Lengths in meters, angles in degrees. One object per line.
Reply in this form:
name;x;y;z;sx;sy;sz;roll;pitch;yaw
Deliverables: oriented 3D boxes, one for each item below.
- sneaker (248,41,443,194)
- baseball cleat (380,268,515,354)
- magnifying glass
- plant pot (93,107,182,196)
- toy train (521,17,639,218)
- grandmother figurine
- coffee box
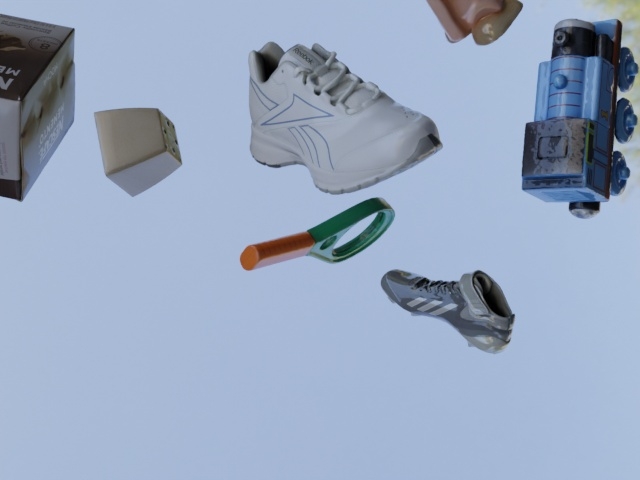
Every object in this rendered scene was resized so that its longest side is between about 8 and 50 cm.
sneaker;0.006;-0.130;1.250;0.111;0.297;0.129;-29;-62;-29
baseball cleat;0.175;0.069;1.658;0.072;0.206;0.109;-36;-35;-44
magnifying glass;0.000;0.000;1.307;0.231;0.092;0.026;-12;-121;-50
plant pot;-0.271;-0.144;1.876;0.109;0.096;0.109;48;-154;-68
toy train;0.234;-0.114;1.104;0.105;0.080;0.184;19;-105;-54
grandmother figurine;0.099;-0.373;1.422;0.342;0.208;0.104;46;-109;-25
coffee box;-0.413;-0.157;1.238;0.168;0.297;0.119;-74;-5;-55
